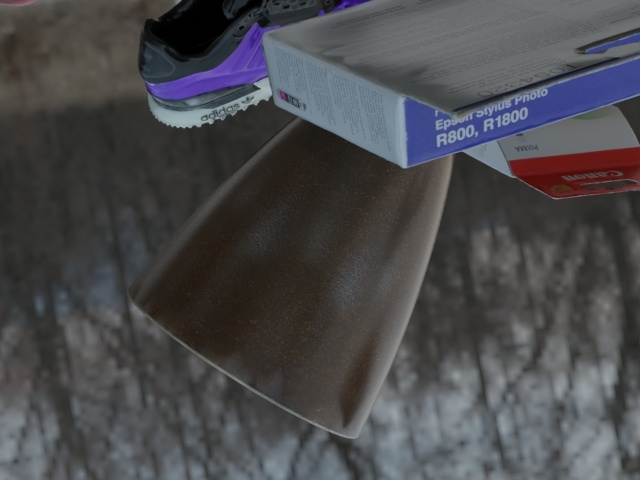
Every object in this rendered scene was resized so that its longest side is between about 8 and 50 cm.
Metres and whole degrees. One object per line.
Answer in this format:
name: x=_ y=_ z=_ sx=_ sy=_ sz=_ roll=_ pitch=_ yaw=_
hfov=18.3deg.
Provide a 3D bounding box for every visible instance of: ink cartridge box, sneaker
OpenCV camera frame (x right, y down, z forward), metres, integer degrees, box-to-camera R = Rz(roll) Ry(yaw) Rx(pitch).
ink cartridge box: x=0.265 y=-0.108 z=2.158 sx=0.181 sy=0.056 sz=0.225 roll=-7 pitch=-160 yaw=-27
ink cartridge box: x=0.165 y=-0.135 z=1.399 sx=0.324 sy=0.071 sz=0.330 roll=-18 pitch=-158 yaw=-17
sneaker: x=-0.045 y=-0.223 z=1.913 sx=0.293 sy=0.102 sz=0.146 roll=-28 pitch=143 yaw=-7

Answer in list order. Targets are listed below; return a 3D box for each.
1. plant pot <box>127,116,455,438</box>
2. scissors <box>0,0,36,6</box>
plant pot: x=0.000 y=0.000 z=1.553 sx=0.215 sy=0.230 sz=0.215 roll=32 pitch=-177 yaw=-2
scissors: x=-0.266 y=-0.159 z=1.285 sx=0.297 sy=0.109 sz=0.021 roll=-27 pitch=-169 yaw=48
